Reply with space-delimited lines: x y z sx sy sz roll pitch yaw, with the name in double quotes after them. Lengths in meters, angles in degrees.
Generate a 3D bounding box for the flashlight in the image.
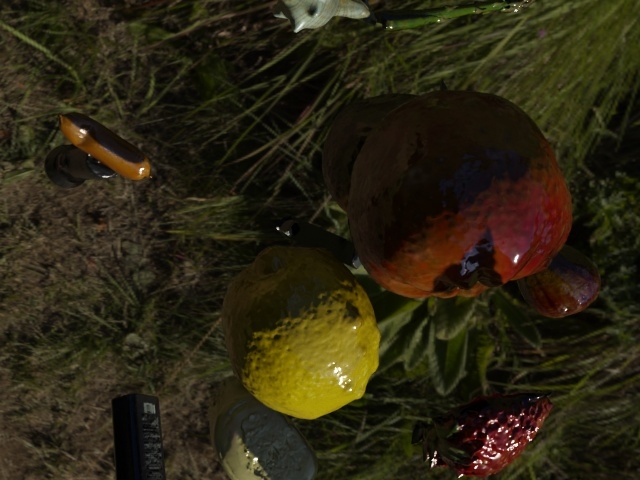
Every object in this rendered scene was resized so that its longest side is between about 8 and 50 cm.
-0.450 -0.145 1.236 0.093 0.232 0.092 -2 93 -37 "flashlight"

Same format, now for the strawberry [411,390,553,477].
0.354 0.379 1.279 0.307 0.233 0.137 -4 60 -20 "strawberry"

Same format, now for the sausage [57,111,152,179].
-0.366 -0.161 1.119 0.183 0.054 0.062 33 111 -26 "sausage"

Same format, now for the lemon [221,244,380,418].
-0.030 0.134 0.977 0.233 0.234 0.288 -40 123 -39 "lemon"

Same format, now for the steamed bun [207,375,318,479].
-0.135 0.423 1.382 0.166 0.232 0.273 -41 106 -13 "steamed bun"

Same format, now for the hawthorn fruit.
0.233 -0.093 1.149 0.403 0.403 0.402 0 91 -46 "hawthorn fruit"

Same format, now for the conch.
-0.017 -0.368 0.929 0.234 0.114 0.137 -35 118 -60 "conch"

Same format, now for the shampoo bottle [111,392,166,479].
-0.347 0.458 1.272 0.098 0.071 0.309 45 30 -64 "shampoo bottle"

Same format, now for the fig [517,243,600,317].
0.488 0.055 1.455 0.274 0.170 0.145 37 49 -18 "fig"

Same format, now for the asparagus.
0.153 -0.249 0.709 0.233 0.023 0.022 -19 116 -30 "asparagus"

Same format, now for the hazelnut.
0.216 -0.190 1.675 0.421 0.421 0.352 12 63 -46 "hazelnut"

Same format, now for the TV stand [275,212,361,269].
0.000 0.000 1.540 0.049 0.256 0.040 -54 139 -12 "TV stand"
